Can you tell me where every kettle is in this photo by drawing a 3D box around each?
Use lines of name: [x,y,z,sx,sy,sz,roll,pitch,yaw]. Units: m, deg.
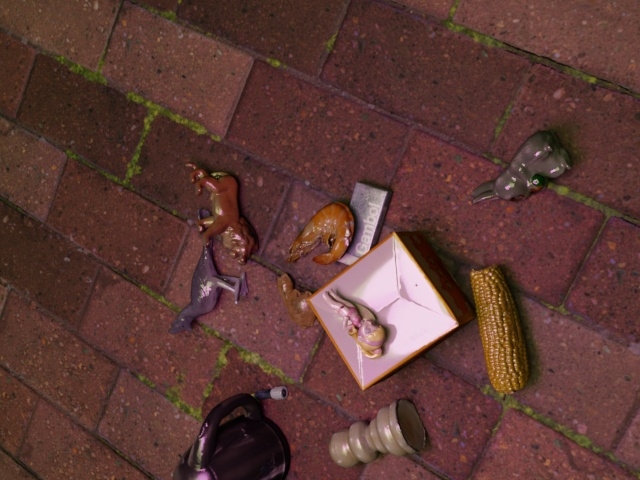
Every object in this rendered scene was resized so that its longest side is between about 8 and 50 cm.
kettle: [-0.240,0.552,1.893,0.228,0.324,0.321,13,97,24]

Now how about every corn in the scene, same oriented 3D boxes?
corn: [0.418,0.210,1.709,0.101,0.101,0.311,-13,82,24]

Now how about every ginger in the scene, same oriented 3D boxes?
ginger: [-0.058,0.154,1.938,0.096,0.067,0.165,-43,74,42]

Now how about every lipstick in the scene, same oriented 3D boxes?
lipstick: [-0.146,0.417,2.007,0.116,0.037,0.037,-11,87,29]

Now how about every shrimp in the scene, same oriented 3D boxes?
shrimp: [0.000,0.000,1.890,0.248,0.068,0.150,-35,57,40]

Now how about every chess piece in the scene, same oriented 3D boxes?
chess piece: [0.126,0.493,1.839,0.243,0.133,0.133,-28,80,27]

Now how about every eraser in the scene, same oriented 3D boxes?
eraser: [0.109,-0.037,1.867,0.091,0.046,0.213,19,99,24]

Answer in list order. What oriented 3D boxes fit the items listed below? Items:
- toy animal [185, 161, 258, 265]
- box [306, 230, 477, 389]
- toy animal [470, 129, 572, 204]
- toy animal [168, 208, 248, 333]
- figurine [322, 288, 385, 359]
toy animal: [-0.261,-0.080,2.005,0.097,0.157,0.313,147,114,-65]
box: [0.175,0.160,1.754,0.283,0.214,0.260,-38,74,20]
toy animal: [0.461,-0.149,1.688,0.108,0.138,0.236,30,135,-18]
toy animal: [-0.298,0.112,2.040,0.205,0.081,0.367,17,94,21]
figurine: [0.075,0.183,1.650,0.187,0.083,0.083,42,108,12]
